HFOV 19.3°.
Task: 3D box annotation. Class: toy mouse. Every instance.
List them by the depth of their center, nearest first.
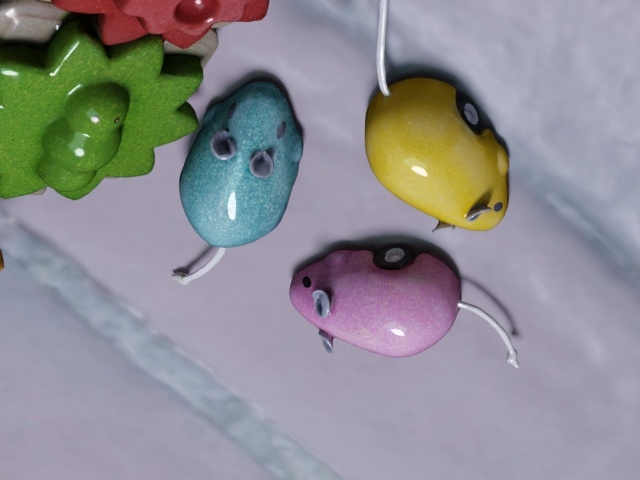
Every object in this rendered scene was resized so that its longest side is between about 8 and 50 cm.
[{"bbox_3d":[0.000,0.000,0.647,0.143,0.031,0.161,-19,122,29],"label":"toy mouse"}]

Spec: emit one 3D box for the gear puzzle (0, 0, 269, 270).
[{"bbox_3d":[-0.098,-0.059,0.564,0.175,0.044,0.339,6,140,-34],"label":"gear puzzle"}]
